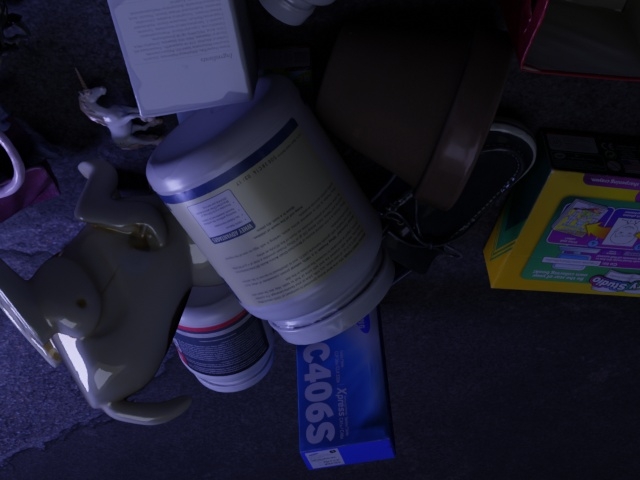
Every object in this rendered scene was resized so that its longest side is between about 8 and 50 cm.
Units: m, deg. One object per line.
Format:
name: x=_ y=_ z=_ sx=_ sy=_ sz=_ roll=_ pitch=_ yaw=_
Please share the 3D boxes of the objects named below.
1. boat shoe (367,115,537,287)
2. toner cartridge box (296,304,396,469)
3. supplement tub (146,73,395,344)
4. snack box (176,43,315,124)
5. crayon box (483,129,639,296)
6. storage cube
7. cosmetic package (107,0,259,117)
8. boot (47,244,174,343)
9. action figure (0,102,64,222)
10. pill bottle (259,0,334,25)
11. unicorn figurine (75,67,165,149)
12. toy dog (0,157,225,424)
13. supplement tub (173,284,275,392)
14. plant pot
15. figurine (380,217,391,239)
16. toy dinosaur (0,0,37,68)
boat shoe: x=0.159 y=-0.027 z=1.457 sx=0.500 sy=0.156 sz=0.187 roll=-35 pitch=129 yaw=30
toner cartridge box: x=0.041 y=0.247 z=1.618 sx=0.165 sy=0.347 sz=0.075 roll=-10 pitch=139 yaw=7
supplement tub: x=-0.060 y=-0.038 z=1.195 sx=0.235 sy=0.235 sz=0.325 roll=-24 pitch=115 yaw=22
snack box: x=-0.110 y=-0.200 z=1.294 sx=0.207 sy=0.070 sz=0.174 roll=-5 pitch=139 yaw=0
crayon box: x=0.511 y=-0.034 z=1.510 sx=0.363 sy=0.106 sz=0.313 roll=4 pitch=140 yaw=-9
storage cube: x=0.348 y=-0.335 z=1.076 sx=0.215 sy=0.193 sz=0.183 roll=2 pitch=139 yaw=-8
cosmetic package: x=-0.170 y=-0.278 z=1.103 sx=0.152 sy=0.151 sz=0.183 roll=-7 pitch=120 yaw=4
boot: x=-0.355 y=0.098 z=1.609 sx=0.115 sy=0.112 sz=0.305 roll=-36 pitch=129 yaw=18
action figure: x=-0.564 y=-0.032 z=1.294 sx=0.370 sy=0.276 sz=0.248 roll=-40 pitch=115 yaw=0
pill bottle: x=0.002 y=-0.367 z=1.078 sx=0.108 sy=0.108 sz=0.193 roll=23 pitch=133 yaw=-28
unicorn figurine: x=-0.301 y=-0.185 z=1.305 sx=0.111 sy=0.060 sz=0.162 roll=-4 pitch=139 yaw=0
toy dog: x=-0.269 y=0.040 z=1.345 sx=0.408 sy=0.395 sz=0.284 roll=-42 pitch=165 yaw=-21
supplement tub: x=-0.189 y=0.143 z=1.600 sx=0.191 sy=0.191 sz=0.272 roll=-7 pitch=139 yaw=3
plant pot: x=0.117 y=-0.198 z=1.207 sx=0.229 sy=0.263 sz=0.263 roll=18 pitch=138 yaw=1
figurine: x=0.000 y=0.000 z=1.416 sx=0.092 sy=0.215 sz=0.209 roll=-2 pitch=126 yaw=-53
toy dinosaur: x=-0.438 y=-0.333 z=1.062 sx=0.322 sy=0.164 sz=0.218 roll=4 pitch=124 yaw=0
